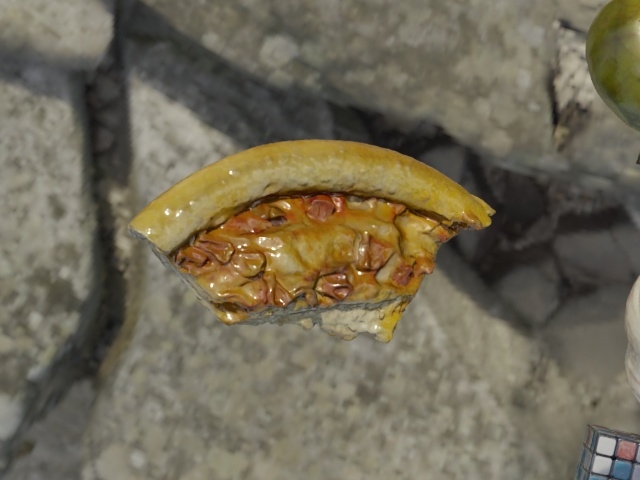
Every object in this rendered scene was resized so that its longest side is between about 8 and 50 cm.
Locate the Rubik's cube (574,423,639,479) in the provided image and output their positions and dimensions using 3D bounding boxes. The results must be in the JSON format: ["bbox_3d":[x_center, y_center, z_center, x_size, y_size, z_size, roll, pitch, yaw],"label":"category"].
[{"bbox_3d":[0.333,0.260,1.752,0.092,0.092,0.092,12,91,2],"label":"Rubik's cube"}]

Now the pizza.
[{"bbox_3d":[0.000,0.000,1.439,0.365,0.182,0.074,4,174,-27],"label":"pizza"}]

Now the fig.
[{"bbox_3d":[0.313,-0.151,1.392,0.142,0.186,0.148,-18,84,18],"label":"fig"}]

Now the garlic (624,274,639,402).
[{"bbox_3d":[0.324,0.030,1.195,0.199,0.226,0.199,2,131,3],"label":"garlic"}]
